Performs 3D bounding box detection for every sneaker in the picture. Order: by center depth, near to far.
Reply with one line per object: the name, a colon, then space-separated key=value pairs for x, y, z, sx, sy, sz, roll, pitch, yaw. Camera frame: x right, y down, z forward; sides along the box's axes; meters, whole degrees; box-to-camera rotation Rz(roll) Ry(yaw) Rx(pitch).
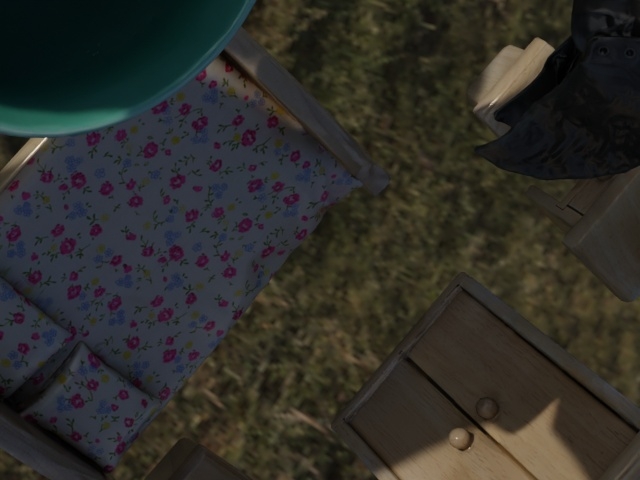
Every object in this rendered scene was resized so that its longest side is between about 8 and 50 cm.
sneaker: x=0.130 y=-0.072 z=0.570 sx=0.051 sy=0.089 sz=0.170 roll=-65 pitch=-177 yaw=-40

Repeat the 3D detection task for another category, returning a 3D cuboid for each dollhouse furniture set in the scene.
dollhouse furniture set: x=0.000 y=0.000 z=0.636 sx=0.303 sy=0.174 sz=0.355 roll=-49 pitch=124 yaw=0

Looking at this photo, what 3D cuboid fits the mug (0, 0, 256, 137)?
mug: x=-0.078 y=-0.112 z=0.448 sx=0.158 sy=0.097 sz=0.129 roll=-36 pitch=128 yaw=-16
